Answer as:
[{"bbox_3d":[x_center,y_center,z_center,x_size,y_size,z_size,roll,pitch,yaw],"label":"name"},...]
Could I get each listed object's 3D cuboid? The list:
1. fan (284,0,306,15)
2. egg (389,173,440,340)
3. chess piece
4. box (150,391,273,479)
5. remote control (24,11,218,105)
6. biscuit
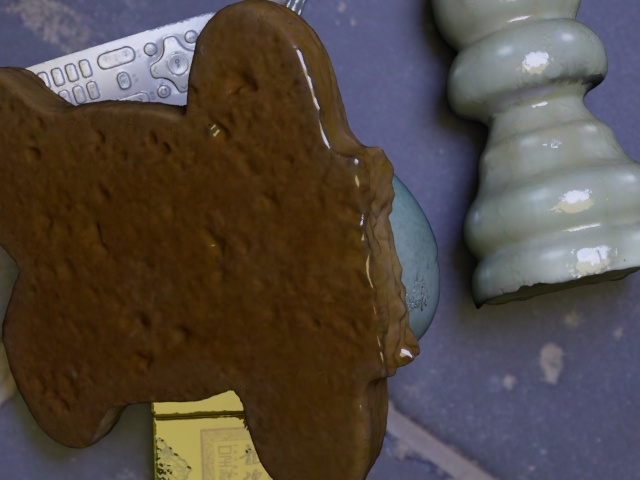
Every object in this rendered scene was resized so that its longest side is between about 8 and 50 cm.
[{"bbox_3d":[0.029,-0.344,1.049,0.230,0.011,0.335,25,83,-6],"label":"fan"},{"bbox_3d":[0.000,0.000,0.953,0.236,0.169,0.169,41,84,-2],"label":"egg"},{"bbox_3d":[0.187,-0.118,0.994,0.182,0.182,0.330,-12,83,-7],"label":"chess piece"},{"bbox_3d":[-0.072,0.220,1.004,0.153,0.041,0.279,-2,89,-6],"label":"box"},{"bbox_3d":[-0.183,-0.140,1.001,0.229,0.044,0.073,-21,102,-13],"label":"remote control"},{"bbox_3d":[-0.107,0.021,0.878,0.394,0.076,0.368,-6,101,33],"label":"biscuit"}]
